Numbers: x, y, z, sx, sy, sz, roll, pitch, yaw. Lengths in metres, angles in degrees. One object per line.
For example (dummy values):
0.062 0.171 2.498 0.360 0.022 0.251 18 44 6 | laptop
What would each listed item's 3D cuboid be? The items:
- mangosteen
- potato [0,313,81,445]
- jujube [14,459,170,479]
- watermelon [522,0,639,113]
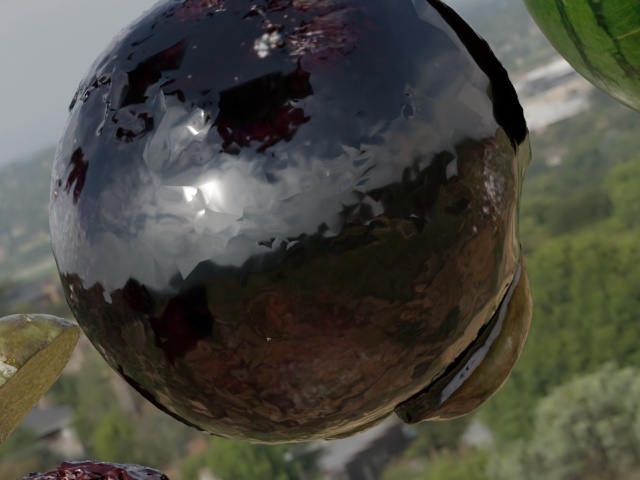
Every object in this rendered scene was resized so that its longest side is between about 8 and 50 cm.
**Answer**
0.000 0.000 0.817 0.211 0.250 0.211 -13 52 17 | mangosteen
-0.234 0.090 1.407 0.103 0.066 0.096 -47 -13 -25 | potato
-0.150 0.175 1.069 0.166 0.104 0.104 -9 2 -19 | jujube
0.211 -0.175 0.964 0.242 0.242 0.242 -21 6 2 | watermelon
